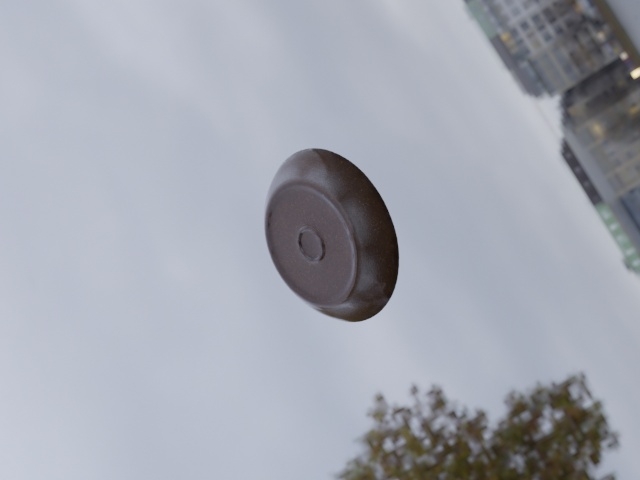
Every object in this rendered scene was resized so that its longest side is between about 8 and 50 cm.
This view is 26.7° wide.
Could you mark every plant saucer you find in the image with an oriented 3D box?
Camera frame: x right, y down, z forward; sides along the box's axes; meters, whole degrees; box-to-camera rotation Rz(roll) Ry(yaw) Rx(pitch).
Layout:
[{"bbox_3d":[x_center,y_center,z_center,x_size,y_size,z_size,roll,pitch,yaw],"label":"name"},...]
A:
[{"bbox_3d":[0.000,0.000,1.460,0.036,0.198,0.199,-22,-102,-41],"label":"plant saucer"}]
